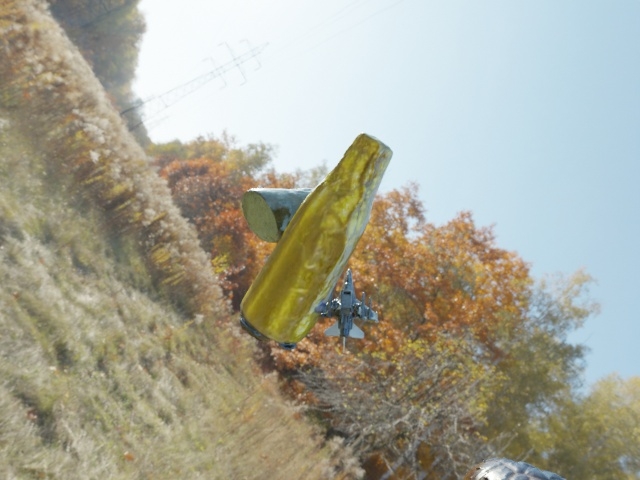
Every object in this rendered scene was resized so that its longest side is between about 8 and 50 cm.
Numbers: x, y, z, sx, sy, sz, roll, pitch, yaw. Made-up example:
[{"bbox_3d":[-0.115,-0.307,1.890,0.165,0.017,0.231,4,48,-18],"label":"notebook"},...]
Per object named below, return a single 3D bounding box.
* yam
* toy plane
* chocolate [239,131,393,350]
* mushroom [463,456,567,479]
[{"bbox_3d":[-0.029,-0.068,1.040,0.133,0.330,0.133,10,-77,51],"label":"yam"},{"bbox_3d":[0.064,0.152,1.030,0.082,0.159,0.234,84,10,-55],"label":"toy plane"},{"bbox_3d":[0.000,0.000,0.822,0.162,0.445,0.162,28,16,-9],"label":"chocolate"},{"bbox_3d":[0.164,0.215,0.311,0.126,0.085,0.109,15,-44,60],"label":"mushroom"}]
